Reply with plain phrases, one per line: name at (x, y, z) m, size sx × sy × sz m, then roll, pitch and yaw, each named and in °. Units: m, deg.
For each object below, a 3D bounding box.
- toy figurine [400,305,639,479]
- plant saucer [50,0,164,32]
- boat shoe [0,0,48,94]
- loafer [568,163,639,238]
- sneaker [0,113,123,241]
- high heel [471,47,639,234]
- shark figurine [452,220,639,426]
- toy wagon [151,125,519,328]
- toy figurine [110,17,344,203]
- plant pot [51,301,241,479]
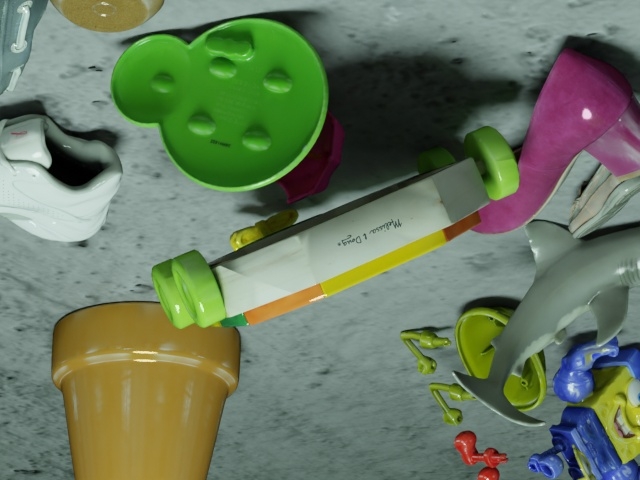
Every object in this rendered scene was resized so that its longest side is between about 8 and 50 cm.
toy figurine at (0.280, 0.179, 1.732) m, size 0.191 × 0.217 × 0.362 m, roll -11°, pitch 113°, yaw 56°
plant saucer at (-0.151, -0.167, 1.101) m, size 0.083 × 0.015 × 0.083 m, roll 1°, pitch 155°, yaw 0°
boat shoe at (-0.231, -0.177, 1.026) m, size 0.099 × 0.116 × 0.319 m, roll -36°, pitch 167°, yaw -33°
loafer at (0.243, -0.041, 1.357) m, size 0.045 × 0.039 × 0.125 m, roll -27°, pitch 168°, yaw -23°
sneaker at (-0.266, -0.067, 1.260) m, size 0.232 × 0.090 × 0.115 m, roll 4°, pitch 150°, yaw -29°
high heel at (0.159, -0.078, 1.251) m, size 0.117 × 0.082 × 0.244 m, roll 42°, pitch 153°, yaw -18°
shark figurine at (0.206, 0.047, 1.435) m, size 0.116 × 0.278 × 0.166 m, roll 57°, pitch 164°, yaw -18°
toy wagon at (0.000, 0.000, 1.258) m, size 0.267 × 0.068 × 0.344 m, roll -23°, pitch -179°, yaw -14°
toy figurine at (-0.052, -0.084, 1.193) m, size 0.173 × 0.130 × 0.159 m, roll 15°, pitch 171°, yaw 21°
plant pot at (-0.190, 0.190, 1.679) m, size 0.205 × 0.188 × 0.205 m, roll 1°, pitch 155°, yaw 0°
